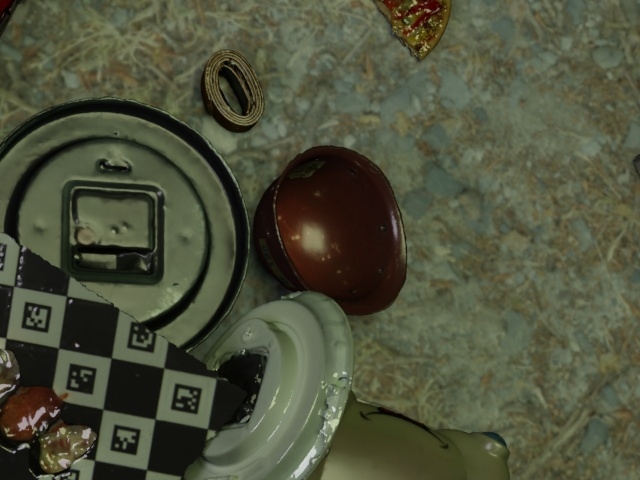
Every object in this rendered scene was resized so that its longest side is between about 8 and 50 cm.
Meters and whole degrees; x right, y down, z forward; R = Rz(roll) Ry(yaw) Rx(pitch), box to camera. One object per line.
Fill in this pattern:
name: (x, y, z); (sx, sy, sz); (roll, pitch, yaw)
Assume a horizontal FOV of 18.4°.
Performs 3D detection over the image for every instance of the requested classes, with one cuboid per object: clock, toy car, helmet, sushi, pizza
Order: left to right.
sushi: (-0.257, 0.155, 1.841); (0.290, 0.050, 0.264); (36, 102, -3)
clock: (-0.209, -0.003, 1.932); (0.281, 0.055, 0.280); (5, 74, -17)
clock: (-0.064, 0.148, 1.844); (0.053, 0.236, 0.236); (29, 67, -32)
helmet: (0.000, 0.000, 1.973); (0.175, 0.106, 0.155); (50, 58, -11)
toy car: (0.038, 0.301, 1.841); (0.242, 0.226, 0.336); (23, 71, -12)
pizza: (0.105, -0.242, 2.114); (0.100, 0.029, 0.099); (-8, 79, -20)

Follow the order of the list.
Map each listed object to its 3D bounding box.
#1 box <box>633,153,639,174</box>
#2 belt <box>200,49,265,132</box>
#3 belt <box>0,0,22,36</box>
box: (0.458, 0.035, 2.067); (0.065, 0.200, 0.343); (-20, 83, -19)
belt: (-0.092, -0.151, 2.021); (0.059, 0.036, 0.083); (-22, 83, -16)
belt: (-0.357, -0.199, 1.841); (0.115, 0.227, 0.323); (30, 70, -11)
